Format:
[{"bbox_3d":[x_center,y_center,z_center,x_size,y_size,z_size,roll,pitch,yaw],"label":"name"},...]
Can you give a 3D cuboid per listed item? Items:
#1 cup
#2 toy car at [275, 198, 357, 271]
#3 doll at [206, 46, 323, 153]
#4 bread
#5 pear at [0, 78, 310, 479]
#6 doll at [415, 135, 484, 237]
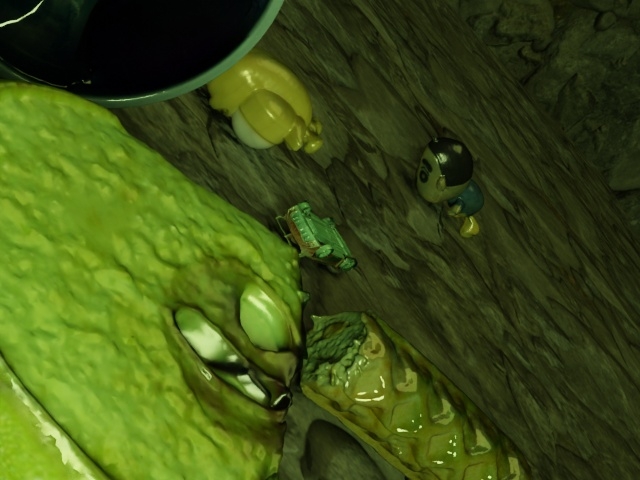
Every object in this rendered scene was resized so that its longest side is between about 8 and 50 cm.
[{"bbox_3d":[-0.213,-0.291,0.972,0.311,0.331,0.256,-109,-171,-46],"label":"cup"},{"bbox_3d":[0.000,0.000,1.212,0.059,0.035,0.122,61,11,22],"label":"toy car"},{"bbox_3d":[-0.106,-0.188,1.218,0.291,0.086,0.117,41,26,-26],"label":"doll"},{"bbox_3d":[0.091,0.162,1.056,0.269,0.098,0.087,43,63,-27],"label":"bread"},{"bbox_3d":[-0.145,0.054,0.584,0.255,0.164,0.238,38,33,-24],"label":"pear"},{"bbox_3d":[0.182,-0.078,1.732,0.102,0.089,0.179,-103,174,-50],"label":"doll"}]
